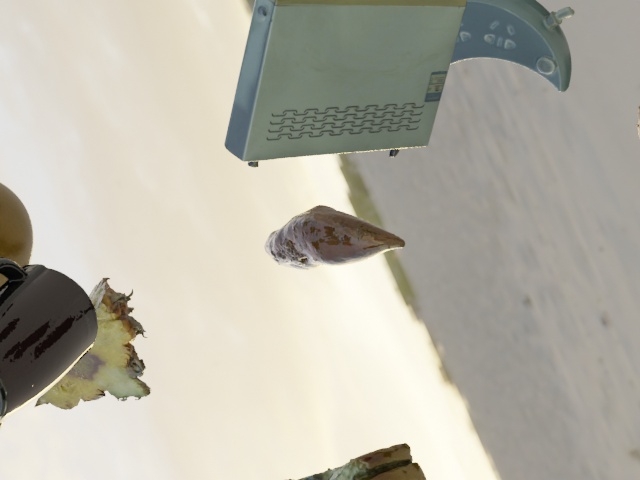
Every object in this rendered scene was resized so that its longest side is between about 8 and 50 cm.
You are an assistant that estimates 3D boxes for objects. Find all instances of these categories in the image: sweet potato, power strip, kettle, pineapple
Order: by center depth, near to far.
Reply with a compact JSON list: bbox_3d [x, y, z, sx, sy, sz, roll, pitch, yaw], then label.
[{"bbox_3d":[-0.394,0.122,1.837,0.232,0.144,0.202,-55,-37,-62],"label":"kettle"},{"bbox_3d":[0.211,-0.251,1.858,0.167,0.253,0.054,62,-141,-33],"label":"power strip"},{"bbox_3d":[-0.010,-0.004,2.275,0.106,0.355,0.095,19,-102,-30],"label":"sweet potato"},{"bbox_3d":[-0.329,0.163,2.305,0.164,0.249,0.139,19,-147,-12],"label":"pineapple"}]

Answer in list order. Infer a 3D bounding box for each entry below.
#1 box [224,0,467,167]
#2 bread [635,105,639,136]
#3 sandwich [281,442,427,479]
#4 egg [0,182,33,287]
[{"bbox_3d":[0.028,-0.179,1.559,0.045,0.270,0.210,37,125,41],"label":"box"},{"bbox_3d":[0.681,-0.152,2.243,0.361,0.250,0.394,20,-178,-20],"label":"bread"},{"bbox_3d":[-0.025,0.323,1.677,0.249,0.273,0.095,-45,62,53],"label":"sandwich"},{"bbox_3d":[-0.552,0.030,2.063,0.322,0.250,0.250,-38,-71,-36],"label":"egg"}]
